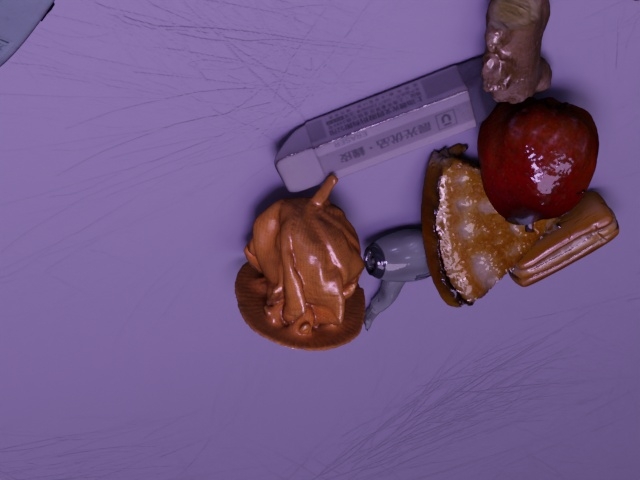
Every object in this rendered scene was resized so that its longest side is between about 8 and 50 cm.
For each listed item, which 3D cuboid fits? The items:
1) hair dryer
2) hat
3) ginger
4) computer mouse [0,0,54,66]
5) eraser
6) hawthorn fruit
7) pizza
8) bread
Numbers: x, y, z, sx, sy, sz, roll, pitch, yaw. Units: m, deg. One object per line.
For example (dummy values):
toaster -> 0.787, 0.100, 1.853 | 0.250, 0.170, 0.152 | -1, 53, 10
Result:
hair dryer -> 0.179, 0.052, 1.942 | 0.229, 0.092, 0.267 | -17, 154, -9
hat -> 0.000, 0.000, 1.715 | 0.244, 0.233, 0.233 | -11, 130, -36
ginger -> 0.270, -0.254, 1.592 | 0.137, 0.074, 0.213 | -44, 151, -14
computer mouse -> -0.384, -0.305, 1.303 | 0.159, 0.097, 0.288 | 17, 140, -36
eraser -> 0.102, -0.168, 1.657 | 0.351, 0.061, 0.089 | -21, 140, 5
hawthorn fruit -> 0.322, -0.109, 1.689 | 0.185, 0.185, 0.202 | 1, 102, -20
pizza -> 0.262, -0.060, 1.810 | 0.287, 0.074, 0.251 | -40, 122, -11
bread -> 0.395, -0.005, 1.912 | 0.200, 0.116, 0.077 | -30, 119, 12
